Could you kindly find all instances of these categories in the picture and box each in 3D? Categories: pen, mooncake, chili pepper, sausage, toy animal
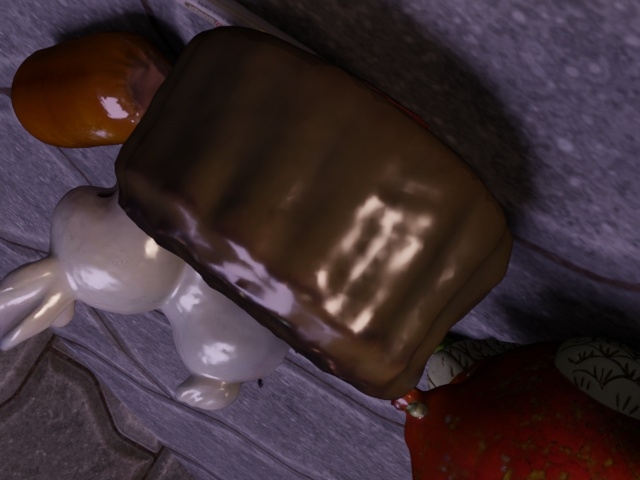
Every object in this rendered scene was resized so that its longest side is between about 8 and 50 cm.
[{"bbox_3d":[-0.021,-0.136,0.860,0.239,0.028,0.028,35,160,14],"label":"pen"},{"bbox_3d":[-0.012,-0.015,0.843,0.290,0.161,0.290,35,173,5],"label":"mooncake"},{"bbox_3d":[0.139,0.108,1.110,0.091,0.030,0.034,4,115,55],"label":"chili pepper"},{"bbox_3d":[-0.213,-0.138,1.088,0.105,0.105,0.274,48,159,-25],"label":"sausage"},{"bbox_3d":[-0.167,0.039,1.208,0.310,0.247,0.183,22,-166,-16],"label":"toy animal"}]

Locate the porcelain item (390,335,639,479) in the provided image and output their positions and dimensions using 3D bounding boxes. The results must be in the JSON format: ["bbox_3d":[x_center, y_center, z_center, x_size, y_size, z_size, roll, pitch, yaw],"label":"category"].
[{"bbox_3d":[0.152,0.167,0.904,0.253,0.253,0.253,34,160,14],"label":"porcelain item"}]
